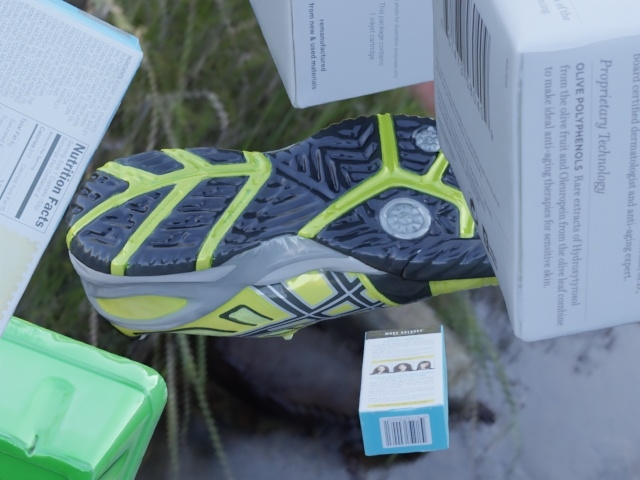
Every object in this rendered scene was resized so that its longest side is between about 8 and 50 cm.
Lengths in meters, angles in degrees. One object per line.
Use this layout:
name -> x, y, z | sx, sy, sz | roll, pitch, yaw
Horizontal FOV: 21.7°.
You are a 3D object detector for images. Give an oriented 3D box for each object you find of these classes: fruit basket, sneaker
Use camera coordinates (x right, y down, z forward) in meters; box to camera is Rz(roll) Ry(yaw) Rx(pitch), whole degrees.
fruit basket -> -0.364, 0.187, 1.727 | 0.392, 0.283, 0.392 | 20, 19, -7
sneaker -> 0.000, 0.000, 1.310 | 0.384, 0.147, 0.145 | -1, 55, -1

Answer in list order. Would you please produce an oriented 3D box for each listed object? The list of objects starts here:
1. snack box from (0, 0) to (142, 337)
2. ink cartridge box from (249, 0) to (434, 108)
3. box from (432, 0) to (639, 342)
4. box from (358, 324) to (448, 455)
snack box -> -0.244, 0.002, 0.844 | 0.187, 0.322, 0.060 | 26, 9, -15
ink cartridge box -> 0.095, -0.247, 1.326 | 0.307, 0.129, 0.223 | -13, 47, -10
box -> 0.083, -0.045, 0.473 | 0.087, 0.102, 0.101 | -10, 39, -5
box -> 0.102, 0.177, 2.020 | 0.100, 0.060, 0.244 | -5, 18, 6
